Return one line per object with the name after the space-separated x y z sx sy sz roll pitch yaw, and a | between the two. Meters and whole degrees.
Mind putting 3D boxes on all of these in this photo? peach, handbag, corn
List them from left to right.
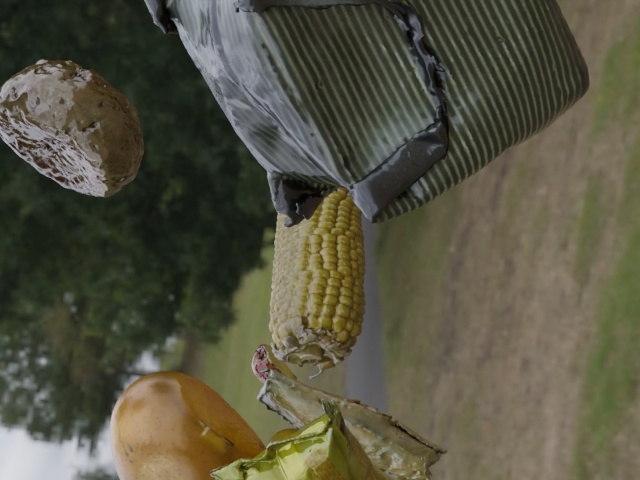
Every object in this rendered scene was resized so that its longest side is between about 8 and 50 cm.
-0.079 0.215 2.262 0.050 0.083 0.077 -45 34 9 | peach
0.000 0.000 1.537 0.106 0.106 0.305 106 169 -57 | corn
0.027 -0.174 1.122 0.240 0.341 0.247 -42 24 -25 | handbag

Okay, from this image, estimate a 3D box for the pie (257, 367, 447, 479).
0.034 0.259 1.919 0.068 0.282 0.128 -63 2 -25 | pie

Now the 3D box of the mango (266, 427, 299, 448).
-0.027 0.350 2.186 0.089 0.111 0.163 -54 23 -20 | mango

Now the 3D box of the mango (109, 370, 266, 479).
-0.174 0.316 1.935 0.191 0.290 0.160 -50 5 22 | mango

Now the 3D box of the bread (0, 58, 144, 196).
-0.345 -0.163 1.932 0.123 0.230 0.230 -60 -5 -26 | bread

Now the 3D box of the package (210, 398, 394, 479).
0.007 0.273 1.472 0.226 0.168 0.090 53 -168 -31 | package
